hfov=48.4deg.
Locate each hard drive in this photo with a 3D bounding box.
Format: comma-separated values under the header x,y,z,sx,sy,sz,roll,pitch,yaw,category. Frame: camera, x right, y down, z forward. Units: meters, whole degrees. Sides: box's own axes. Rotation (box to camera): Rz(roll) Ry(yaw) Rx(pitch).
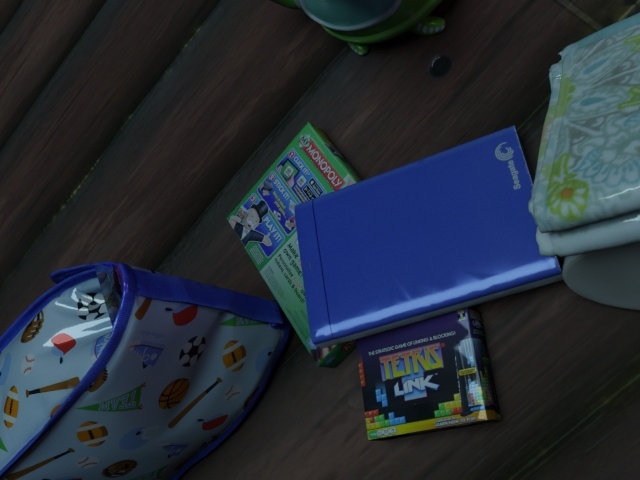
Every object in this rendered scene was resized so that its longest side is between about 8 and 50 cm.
x,y,z,sx,sy,sz,roll,pitch,yaw,category
0.124,-0.002,0.921,0.319,0.040,0.210,-19,60,19,hard drive

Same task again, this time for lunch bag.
x,y,z,sx,sy,sz,roll,pitch,yaw,category
-0.271,0.187,1.041,0.385,0.328,0.238,-43,54,22,lunch bag

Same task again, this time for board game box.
x,y,z,sx,sy,sz,roll,pitch,yaw,category
0.000,0.000,1.064,0.213,0.046,0.317,-46,54,17,board game box
0.133,0.174,0.912,0.170,0.048,0.141,-21,67,31,board game box

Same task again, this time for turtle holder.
x,y,z,sx,sy,sz,roll,pitch,yaw,category
0.038,-0.432,1.041,0.320,0.227,0.243,33,98,38,turtle holder

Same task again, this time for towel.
x,y,z,sx,sy,sz,roll,pitch,yaw,category
0.390,-0.142,0.685,0.375,0.090,0.320,-19,35,38,towel

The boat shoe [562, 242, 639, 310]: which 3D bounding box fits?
x,y,z,sx,sy,sz,roll,pitch,yaw,category
0.418,-0.038,0.729,0.341,0.127,0.158,-19,36,44,boat shoe
